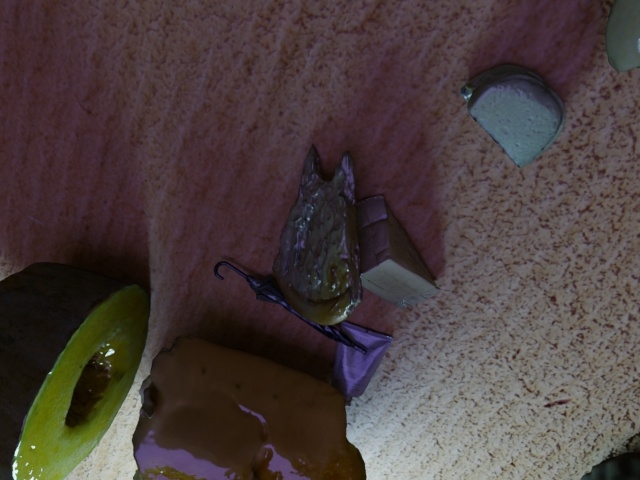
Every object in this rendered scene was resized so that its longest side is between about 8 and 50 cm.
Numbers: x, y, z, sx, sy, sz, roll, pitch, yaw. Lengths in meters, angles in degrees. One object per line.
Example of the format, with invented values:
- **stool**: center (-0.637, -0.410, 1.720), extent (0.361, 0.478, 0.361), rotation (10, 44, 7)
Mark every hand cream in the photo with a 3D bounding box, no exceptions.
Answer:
- **hand cream**: center (0.055, 0.200, 0.973), extent (0.084, 0.053, 0.142), rotation (17, 110, 2)

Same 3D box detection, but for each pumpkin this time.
- **pumpkin**: center (-0.423, 0.189, 0.916), extent (0.199, 0.332, 0.332), rotation (20, 125, 4)

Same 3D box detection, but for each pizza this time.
- **pizza**: center (0.000, 0.000, 0.801), extent (0.181, 0.034, 0.262), rotation (41, 131, 42)

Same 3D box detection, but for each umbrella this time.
- **umbrella**: center (-0.039, 0.097, 0.928), extent (0.269, 0.044, 0.044), rotation (29, 87, -5)

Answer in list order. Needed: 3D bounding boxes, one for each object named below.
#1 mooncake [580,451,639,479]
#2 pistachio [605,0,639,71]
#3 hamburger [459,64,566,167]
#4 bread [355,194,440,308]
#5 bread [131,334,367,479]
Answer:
- **mooncake**: center (0.516, 0.422, 0.929), extent (0.228, 0.124, 0.228), rotation (17, 143, 13)
- **pistachio**: center (0.337, -0.247, 0.548), extent (0.135, 0.136, 0.226), rotation (16, 135, 4)
- **hamburger**: center (0.227, -0.148, 0.693), extent (0.084, 0.054, 0.121), rotation (-36, 111, 26)
- **bread**: center (0.095, 0.020, 0.853), extent (0.077, 0.105, 0.152), rotation (-24, 146, 26)
- **bread**: center (-0.126, 0.361, 0.972), extent (0.394, 0.250, 0.361), rotation (23, 136, -1)
